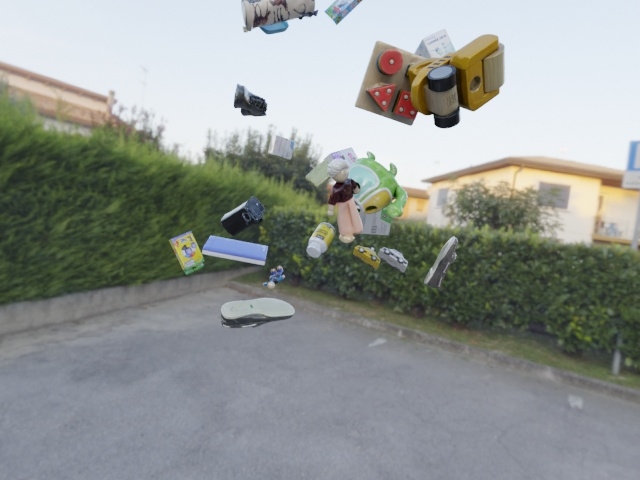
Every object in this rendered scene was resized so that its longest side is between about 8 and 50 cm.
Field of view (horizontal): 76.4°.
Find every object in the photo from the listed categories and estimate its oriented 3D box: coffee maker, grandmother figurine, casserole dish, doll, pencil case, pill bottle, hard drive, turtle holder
[{"bbox_3d":[-0.369,-0.105,1.869,0.178,0.120,0.171,-28,0,30],"label":"coffee maker"},{"bbox_3d":[0.101,-0.174,1.658,0.104,0.342,0.208,6,37,30],"label":"grandmother figurine"},{"bbox_3d":[-0.262,-1.181,2.243,0.188,0.114,0.037,-30,-21,-31],"label":"casserole dish"},{"bbox_3d":[-0.239,0.198,2.080,0.129,0.046,0.189,-25,18,11],"label":"doll"},{"bbox_3d":[-0.223,-1.216,2.132,0.410,0.160,0.183,-20,-35,-13],"label":"pencil case"},{"bbox_3d":[0.000,0.000,2.110,0.103,0.103,0.184,9,46,25],"label":"pill bottle"},{"bbox_3d":[-0.445,0.050,2.164,0.318,0.040,0.210,11,18,-7],"label":"hard drive"},{"bbox_3d":[0.235,-0.217,1.846,0.320,0.227,0.243,45,-17,1],"label":"turtle holder"}]

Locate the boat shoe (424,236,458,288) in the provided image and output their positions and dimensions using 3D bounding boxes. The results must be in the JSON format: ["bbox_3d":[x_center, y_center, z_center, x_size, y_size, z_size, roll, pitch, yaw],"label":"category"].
[{"bbox_3d":[0.697,0.129,2.276,0.095,0.335,0.112,25,30,4],"label":"boat shoe"}]

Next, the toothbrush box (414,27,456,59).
[{"bbox_3d":[0.581,-0.825,1.980,0.126,0.296,0.216,-25,2,-1],"label":"toothbrush box"}]

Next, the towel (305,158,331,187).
[{"bbox_3d":[0.007,-0.336,2.054,0.110,0.148,0.027,42,-9,29],"label":"towel"}]

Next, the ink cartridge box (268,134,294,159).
[{"bbox_3d":[-0.221,-0.506,2.196,0.060,0.104,0.180,17,7,27],"label":"ink cartridge box"}]

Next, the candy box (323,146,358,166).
[{"bbox_3d":[0.136,-0.413,2.239,0.196,0.165,0.070,-28,-3,-45],"label":"candy box"}]

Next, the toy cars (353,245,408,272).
[{"bbox_3d":[0.374,0.095,2.495,0.393,0.087,0.176,4,-46,49],"label":"toy cars"}]

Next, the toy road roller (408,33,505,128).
[{"bbox_3d":[0.465,-0.579,1.453,0.240,0.329,0.202,49,-11,45],"label":"toy road roller"}]

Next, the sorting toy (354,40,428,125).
[{"bbox_3d":[0.299,-0.611,1.597,0.255,0.257,0.089,15,19,-11],"label":"sorting toy"}]

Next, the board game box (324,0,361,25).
[{"bbox_3d":[0.128,-1.159,1.982,0.039,0.211,0.160,39,20,-41],"label":"board game box"}]

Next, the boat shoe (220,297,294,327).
[{"bbox_3d":[-0.200,0.237,1.301,0.233,0.079,0.084,-1,35,-19],"label":"boat shoe"}]

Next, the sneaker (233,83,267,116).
[{"bbox_3d":[-0.306,-0.619,1.814,0.130,0.109,0.286,11,7,2],"label":"sneaker"}]

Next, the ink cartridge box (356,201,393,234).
[{"bbox_3d":[0.252,-0.146,2.302,0.289,0.122,0.211,4,-41,1],"label":"ink cartridge box"}]

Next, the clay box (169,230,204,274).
[{"bbox_3d":[-0.763,0.072,2.349,0.127,0.222,0.053,-29,9,-35],"label":"clay box"}]
